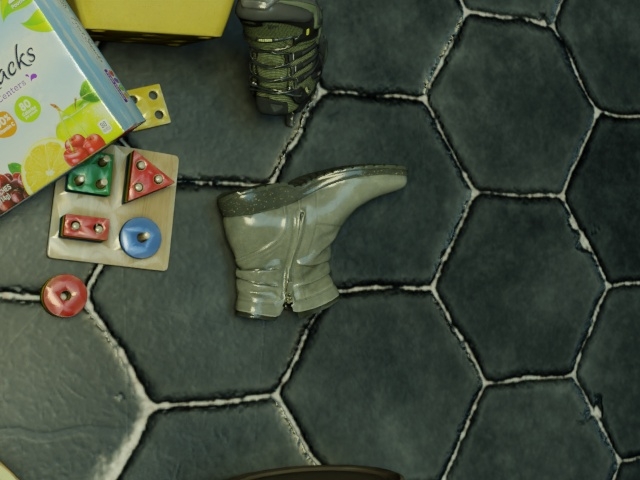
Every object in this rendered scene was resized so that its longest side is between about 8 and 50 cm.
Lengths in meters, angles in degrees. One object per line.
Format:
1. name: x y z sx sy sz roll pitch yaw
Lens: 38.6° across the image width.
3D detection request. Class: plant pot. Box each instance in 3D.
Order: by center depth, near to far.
1. plant pot: -0.190 -0.305 0.957 0.212 0.212 0.187 -3 99 -26

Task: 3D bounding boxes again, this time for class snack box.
1. snack box: -0.305 -0.131 0.884 0.207 0.070 0.174 -29 101 16

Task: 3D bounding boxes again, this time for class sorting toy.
1. sorting toy: -0.219 -0.049 0.992 0.132 0.046 0.274 8 81 -25

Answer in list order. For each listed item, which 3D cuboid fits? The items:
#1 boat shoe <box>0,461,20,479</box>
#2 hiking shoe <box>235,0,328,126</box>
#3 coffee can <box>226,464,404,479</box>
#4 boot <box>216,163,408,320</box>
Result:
1. boat shoe: -0.394 0.190 0.839 0.285 0.105 0.089 46 51 -17
2. hiking shoe: -0.039 -0.198 1.009 0.086 0.227 0.114 6 83 14
3. coffee can: -0.004 0.392 0.962 0.202 0.201 0.275 -1 85 -26
4. boot: 0.000 0.000 1.085 0.247 0.083 0.161 -14 98 -21
